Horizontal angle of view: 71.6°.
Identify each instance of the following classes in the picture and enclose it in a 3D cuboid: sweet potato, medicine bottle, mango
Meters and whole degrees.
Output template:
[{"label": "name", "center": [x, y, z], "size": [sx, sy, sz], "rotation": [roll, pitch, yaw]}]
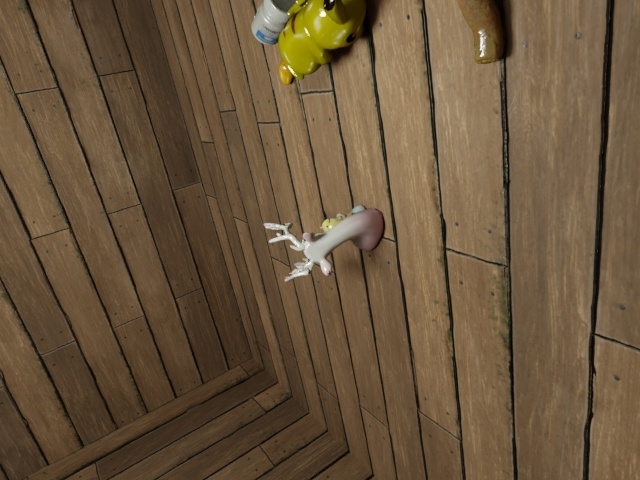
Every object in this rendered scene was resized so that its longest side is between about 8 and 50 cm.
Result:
[{"label": "sweet potato", "center": [0.259, -0.515, 0.801], "size": [0.109, 0.109, 0.385], "rotation": [-7, 105, 61]}, {"label": "medicine bottle", "center": [-0.140, -0.686, 1.358], "size": [0.168, 0.105, 0.105], "rotation": [-23, 90, 62]}, {"label": "mango", "center": [-0.113, -0.555, 1.470], "size": [0.060, 0.046, 0.089], "rotation": [50, 152, 28]}]

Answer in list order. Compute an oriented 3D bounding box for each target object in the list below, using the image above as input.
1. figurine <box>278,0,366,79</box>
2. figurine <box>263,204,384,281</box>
[{"label": "figurine", "center": [0.011, -0.564, 1.135], "size": [0.169, 0.218, 0.327], "rotation": [34, 157, -28]}, {"label": "figurine", "center": [0.005, 0.013, 1.402], "size": [0.284, 0.316, 0.206], "rotation": [3, 107, 61]}]
